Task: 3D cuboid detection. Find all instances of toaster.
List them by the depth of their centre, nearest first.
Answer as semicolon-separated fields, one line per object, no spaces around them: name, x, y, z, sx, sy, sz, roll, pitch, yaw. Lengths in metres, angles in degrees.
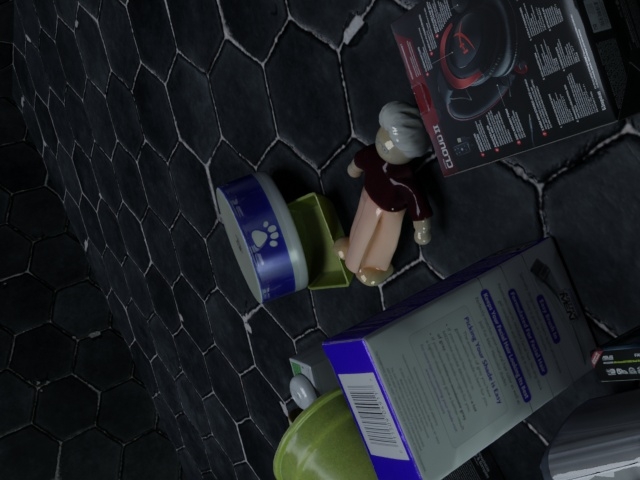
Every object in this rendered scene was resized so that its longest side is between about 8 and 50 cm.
toaster;0.374;0.250;0.781;0.146;0.227;0.129;-32;82;41

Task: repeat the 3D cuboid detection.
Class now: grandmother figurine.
grandmother figurine;0.106;-0.072;1.080;0.208;0.104;0.342;39;142;25

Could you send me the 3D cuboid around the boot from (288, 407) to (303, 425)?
boot;-0.014;0.544;1.668;0.213;0.077;0.165;44;142;42

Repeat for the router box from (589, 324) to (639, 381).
router box;0.380;0.119;0.750;0.092;0.122;0.038;-24;84;59

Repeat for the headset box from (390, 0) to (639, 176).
headset box;0.222;-0.213;0.797;0.293;0.110;0.218;-16;95;59

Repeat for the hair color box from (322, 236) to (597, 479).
hair color box;0.189;0.142;0.848;0.110;0.338;0.185;-22;90;61

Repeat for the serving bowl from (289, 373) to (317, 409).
serving bowl;-0.041;0.328;1.422;0.083;0.027;0.083;36;138;41

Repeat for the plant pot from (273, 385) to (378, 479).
plant pot;0.095;0.445;1.231;0.254;0.276;0.276;40;140;43

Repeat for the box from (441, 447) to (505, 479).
box;0.235;0.416;1.121;0.116;0.162;0.029;63;152;9

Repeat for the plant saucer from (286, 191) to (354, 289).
plant saucer;0.000;0.000;1.324;0.188;0.045;0.188;-14;98;64

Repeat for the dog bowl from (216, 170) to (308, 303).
dog bowl;-0.124;-0.006;1.395;0.265;0.104;0.265;160;90;-77

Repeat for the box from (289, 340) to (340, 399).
box;0.004;0.289;1.455;0.087;0.102;0.101;6;114;53
